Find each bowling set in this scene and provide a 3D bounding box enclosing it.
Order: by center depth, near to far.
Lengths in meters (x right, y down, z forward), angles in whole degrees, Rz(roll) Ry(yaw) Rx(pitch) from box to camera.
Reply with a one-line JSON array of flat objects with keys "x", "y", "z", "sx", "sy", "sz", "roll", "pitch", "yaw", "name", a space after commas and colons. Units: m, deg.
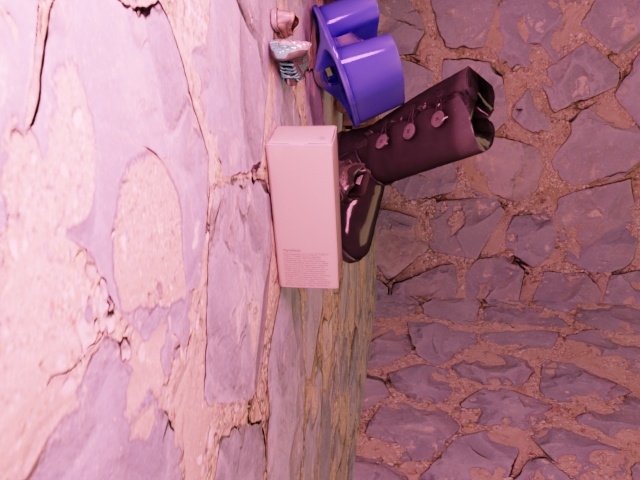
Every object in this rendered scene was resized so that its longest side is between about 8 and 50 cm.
[{"x": 0.138, "y": -0.396, "z": 1.878, "sx": 0.154, "sy": 0.200, "sz": 0.286, "roll": -62, "pitch": 157, "yaw": -74, "name": "bowling set"}]

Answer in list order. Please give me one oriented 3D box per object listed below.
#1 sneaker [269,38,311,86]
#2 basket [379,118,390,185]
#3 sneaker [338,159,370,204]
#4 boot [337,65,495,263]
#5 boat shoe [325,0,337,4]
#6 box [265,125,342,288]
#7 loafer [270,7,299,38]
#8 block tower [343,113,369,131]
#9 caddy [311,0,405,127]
[{"x": -0.046, "y": -0.296, "z": 1.087, "sx": 0.166, "sy": 0.065, "sz": 0.076, "roll": -55, "pitch": 150, "yaw": -72, "name": "sneaker"}, {"x": 0.186, "y": -0.321, "z": 2.361, "sx": 0.204, "sy": 0.154, "sz": 0.226, "roll": -60, "pitch": 146, "yaw": -69, "name": "basket"}, {"x": 0.028, "y": -0.137, "z": 1.326, "sx": 0.227, "sy": 0.131, "sz": 0.087, "roll": -99, "pitch": -168, "yaw": -60, "name": "sneaker"}, {"x": 0.211, "y": -0.166, "z": 1.557, "sx": 0.146, "sy": 0.446, "sz": 0.366, "roll": 15, "pitch": 66, "yaw": -47, "name": "boot"}, {"x": 0.073, "y": -0.620, "z": 1.517, "sx": 0.355, "sy": 0.133, "sz": 0.130, "roll": 98, "pitch": 16, "yaw": -85, "name": "boat shoe"}, {"x": -0.023, "y": -0.054, "z": 1.117, "sx": 0.094, "sy": 0.113, "sz": 0.274, "roll": -75, "pitch": 165, "yaw": -60, "name": "box"}, {"x": -0.052, "y": -0.365, "z": 1.093, "sx": 0.125, "sy": 0.039, "sz": 0.045, "roll": -51, "pitch": 141, "yaw": -76, "name": "loafer"}, {"x": 0.119, "y": -0.360, "z": 2.083, "sx": 0.097, "sy": 0.091, "sz": 0.335, "roll": 14, "pitch": 78, "yaw": -81, "name": "block tower"}, {"x": 0.069, "y": -0.400, "z": 1.472, "sx": 0.341, "sy": 0.179, "sz": 0.241, "roll": 54, "pitch": 14, "yaw": -76, "name": "caddy"}]
